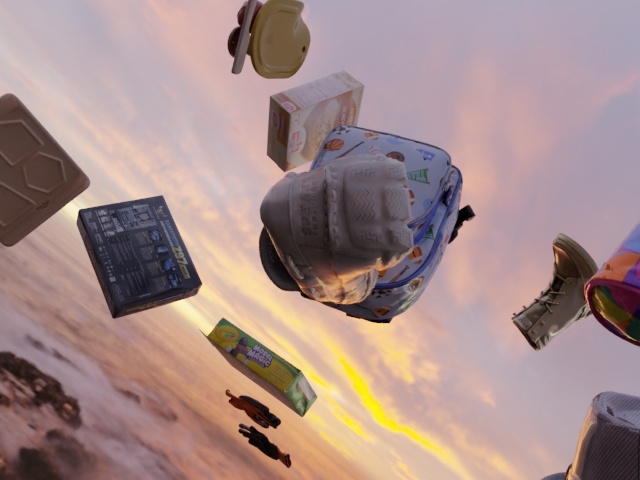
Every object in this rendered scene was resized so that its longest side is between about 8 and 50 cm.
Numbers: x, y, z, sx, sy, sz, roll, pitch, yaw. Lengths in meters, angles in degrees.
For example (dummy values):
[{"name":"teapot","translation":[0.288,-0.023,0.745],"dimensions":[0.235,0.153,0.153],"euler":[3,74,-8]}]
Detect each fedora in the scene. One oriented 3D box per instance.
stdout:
[{"name":"fedora","translation":[0.363,0.230,0.586],"dimensions":[0.275,0.125,0.243],"euler":[11,-10,-42]}]

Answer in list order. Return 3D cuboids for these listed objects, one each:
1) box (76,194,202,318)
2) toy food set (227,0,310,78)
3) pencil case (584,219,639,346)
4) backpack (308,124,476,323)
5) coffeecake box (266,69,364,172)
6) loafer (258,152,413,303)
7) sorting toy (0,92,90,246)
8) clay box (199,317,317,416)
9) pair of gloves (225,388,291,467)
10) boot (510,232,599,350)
[{"name":"box","translation":[-0.373,0.027,1.152],"dimensions":[0.233,0.183,0.059],"euler":[61,-38,17]},{"name":"toy food set","translation":[-0.096,-0.336,0.914],"dimensions":[0.071,0.128,0.218],"euler":[22,23,21]},{"name":"pencil case","translation":[0.353,-0.005,0.521],"dimensions":[0.104,0.236,0.104],"euler":[44,-13,13]},{"name":"backpack","translation":[0.074,-0.025,0.832],"dimensions":[0.276,0.264,0.213],"euler":[14,-28,18]},{"name":"coffeecake box","translation":[-0.012,-0.237,1.108],"dimensions":[0.068,0.185,0.142],"euler":[45,-33,28]},{"name":"loafer","translation":[0.000,0.000,0.508],"dimensions":[0.111,0.112,0.319],"euler":[-3,-13,-3]},{"name":"sorting toy","translation":[-0.554,-0.123,0.995],"dimensions":[0.208,0.193,0.038],"euler":[55,-17,-26]},{"name":"clay box","translation":[-0.116,0.222,1.015],"dimensions":[0.222,0.053,0.127],"euler":[28,-24,31]},{"name":"pair of gloves","translation":[-0.062,0.190,0.572],"dimensions":[0.074,0.010,0.083],"euler":[15,-51,38]},{"name":"boot","translation":[0.422,0.101,1.021],"dimensions":[0.213,0.165,0.077],"euler":[54,2,-36]}]
